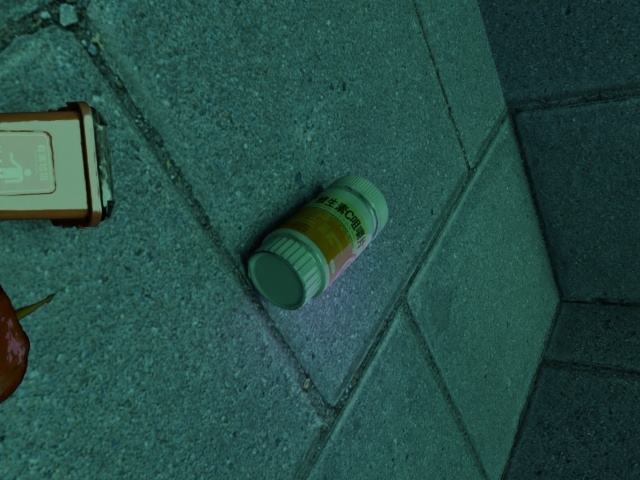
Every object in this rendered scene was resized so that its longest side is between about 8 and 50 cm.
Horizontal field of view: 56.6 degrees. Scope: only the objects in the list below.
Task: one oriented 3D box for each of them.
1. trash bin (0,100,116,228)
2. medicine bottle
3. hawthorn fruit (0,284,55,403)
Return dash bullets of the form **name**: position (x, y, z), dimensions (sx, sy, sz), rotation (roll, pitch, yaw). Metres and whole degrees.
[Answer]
- **trash bin**: position (-0.397, -0.086, 0.729), dimensions (0.239, 0.184, 0.161), rotation (-8, 97, -40)
- **medicine bottle**: position (0.000, 0.000, 1.223), dimensions (0.318, 0.158, 0.158), rotation (-43, 122, -42)
- **hawthorn fruit**: position (-0.408, 0.112, 0.665), dimensions (0.243, 0.208, 0.207), rotation (-25, 110, -43)
